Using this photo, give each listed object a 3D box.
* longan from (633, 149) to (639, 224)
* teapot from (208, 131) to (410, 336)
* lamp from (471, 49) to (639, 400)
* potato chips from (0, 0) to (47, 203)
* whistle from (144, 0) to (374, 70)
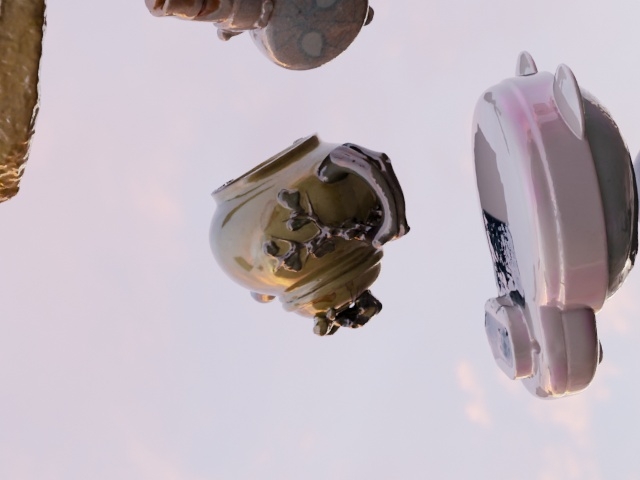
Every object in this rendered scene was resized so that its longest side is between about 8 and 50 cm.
[{"bbox_3d":[0.429,-0.038,1.844,0.248,0.248,0.248,-36,-48,-52],"label":"longan"},{"bbox_3d":[0.000,0.000,1.739,0.173,0.269,0.182,-34,-84,-39],"label":"teapot"},{"bbox_3d":[0.171,-0.009,1.317,0.179,0.108,0.246,-114,19,-78],"label":"lamp"},{"bbox_3d":[-0.288,-0.221,1.753,0.057,0.080,0.407,1,-75,-19],"label":"potato chips"},{"bbox_3d":[-0.045,-0.194,1.519,0.220,0.057,0.107,-1,-56,-38],"label":"whistle"}]
